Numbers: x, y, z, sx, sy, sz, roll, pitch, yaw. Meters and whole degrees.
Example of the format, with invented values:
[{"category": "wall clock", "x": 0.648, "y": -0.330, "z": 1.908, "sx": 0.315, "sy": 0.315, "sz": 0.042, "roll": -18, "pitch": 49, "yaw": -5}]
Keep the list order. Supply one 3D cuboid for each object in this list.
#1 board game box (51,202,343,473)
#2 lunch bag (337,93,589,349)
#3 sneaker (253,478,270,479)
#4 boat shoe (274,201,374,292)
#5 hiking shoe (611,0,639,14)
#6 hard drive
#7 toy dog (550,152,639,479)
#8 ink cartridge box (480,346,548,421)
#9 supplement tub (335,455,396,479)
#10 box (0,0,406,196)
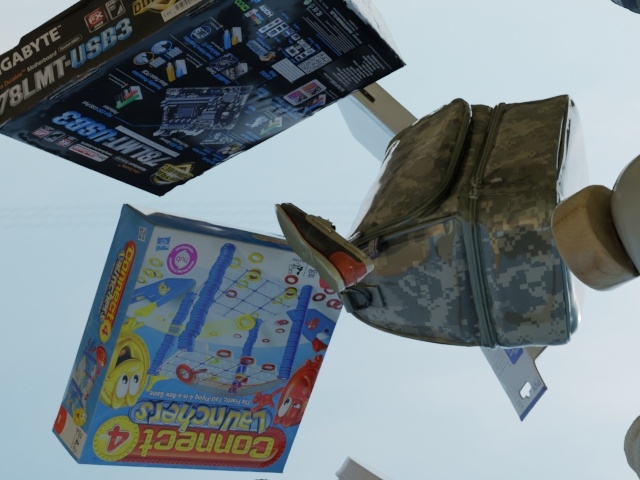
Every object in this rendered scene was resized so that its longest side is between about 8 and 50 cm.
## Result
[{"category": "board game box", "x": -0.139, "y": 0.131, "z": 1.407, "sx": 0.308, "sy": 0.301, "sz": 0.086, "roll": 11, "pitch": -167, "yaw": -37}, {"category": "lunch bag", "x": 0.167, "y": -0.022, "z": 1.289, "sx": 0.256, "sy": 0.212, "sz": 0.305, "roll": -5, "pitch": -149, "yaw": 20}, {"category": "sneaker", "x": -0.107, "y": 0.413, "z": 1.510, "sx": 0.087, "sy": 0.221, "sz": 0.083, "roll": 14, "pitch": -161, "yaw": -44}, {"category": "boat shoe", "x": 0.000, "y": 0.000, "z": 1.104, "sx": 0.043, "sy": 0.049, "sz": 0.137, "roll": -31, "pitch": -136, "yaw": -14}, {"category": "hiking shoe", "x": 0.197, "y": -0.211, "z": 0.552, "sx": 0.114, "sy": 0.086, "sz": 0.226, "roll": 32, "pitch": -99, "yaw": 29}, {"category": "hard drive", "x": 0.112, "y": -0.194, "z": 1.989, "sx": 0.047, "sy": 0.233, "sz": 0.353, "roll": -45, "pitch": 161, "yaw": -2}, {"category": "toy dog", "x": 0.328, "y": 0.040, "z": 0.874, "sx": 0.220, "sy": 0.333, "sz": 0.161, "roll": -9, "pitch": -162, "yaw": 42}, {"category": "ink cartridge box", "x": 0.271, "y": 0.102, "z": 1.748, "sx": 0.065, "sy": 0.332, "sz": 0.165, "roll": -21, "pitch": 159, "yaw": -15}, {"category": "supplement tub", "x": 0.043, "y": 0.490, "z": 1.547, "sx": 0.241, "sy": 0.241, "sz": 0.331, "roll": 21, "pitch": -101, "yaw": 55}, {"category": "box", "x": -0.101, "y": -0.156, "z": 1.011, "sx": 0.293, "sy": 0.073, "sz": 0.295, "roll": -26, "pitch": 163, "yaw": 15}]
